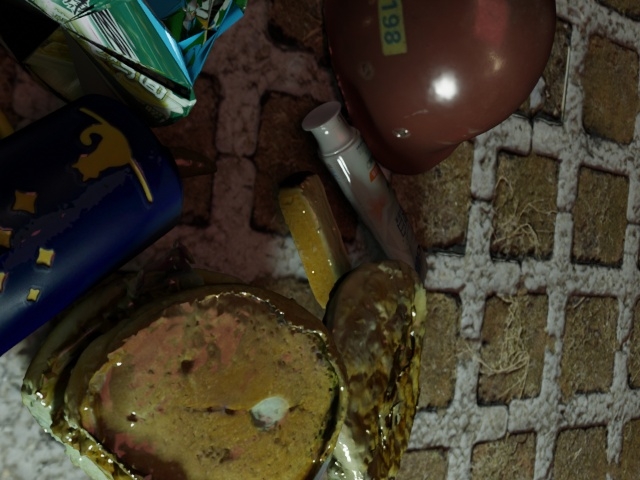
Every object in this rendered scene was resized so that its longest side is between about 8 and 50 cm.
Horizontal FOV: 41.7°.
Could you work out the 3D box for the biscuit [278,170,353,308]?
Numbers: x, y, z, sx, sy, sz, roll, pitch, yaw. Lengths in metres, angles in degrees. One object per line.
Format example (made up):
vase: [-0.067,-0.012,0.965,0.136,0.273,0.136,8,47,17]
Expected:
biscuit: [0.000,0.000,1.117,0.056,0.052,0.188,-43,121,-49]

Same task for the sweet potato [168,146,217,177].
sweet potato: [-0.187,-0.095,0.957,0.153,0.038,0.041,17,59,-32]

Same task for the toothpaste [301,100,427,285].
toothpaste: [0.078,-0.049,1.174,0.323,0.066,0.100,56,29,-31]

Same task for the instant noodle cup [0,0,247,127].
instant noodle cup: [-0.190,-0.250,0.832,0.240,0.240,0.178,47,56,-33]

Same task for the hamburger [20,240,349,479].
hamburger: [-0.125,0.168,0.906,0.277,0.195,0.318,-48,116,-22]

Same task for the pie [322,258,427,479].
pie: [0.074,0.187,1.108,0.339,0.077,0.338,2,90,-65]

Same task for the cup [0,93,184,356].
cup: [-0.287,-0.051,0.781,0.256,0.178,0.255,-42,120,-34]

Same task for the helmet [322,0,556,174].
helmet: [0.200,-0.288,1.159,0.338,0.230,0.384,4,89,-42]
